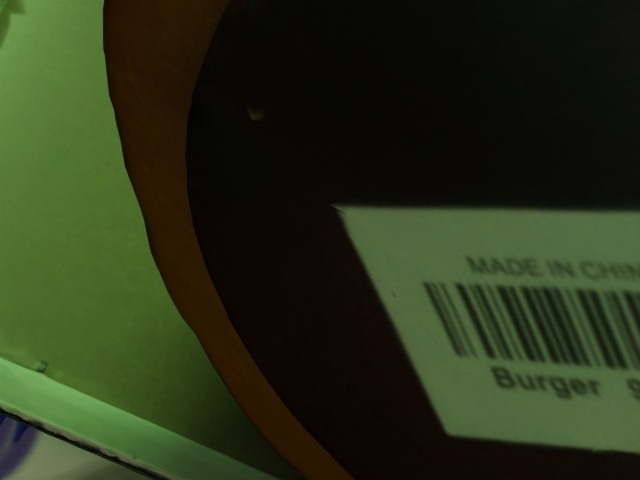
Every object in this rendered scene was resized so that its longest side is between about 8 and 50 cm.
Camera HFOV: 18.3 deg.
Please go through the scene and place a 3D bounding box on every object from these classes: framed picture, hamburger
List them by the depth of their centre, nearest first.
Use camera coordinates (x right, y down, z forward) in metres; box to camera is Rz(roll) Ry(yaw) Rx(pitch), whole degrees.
[{"bbox_3d":[0.120,-0.050,0.540,0.330,0.330,0.250,46,55,-7],"label":"hamburger"},{"bbox_3d":[0.000,0.000,0.664,0.293,0.018,0.231,26,51,-11],"label":"framed picture"}]
